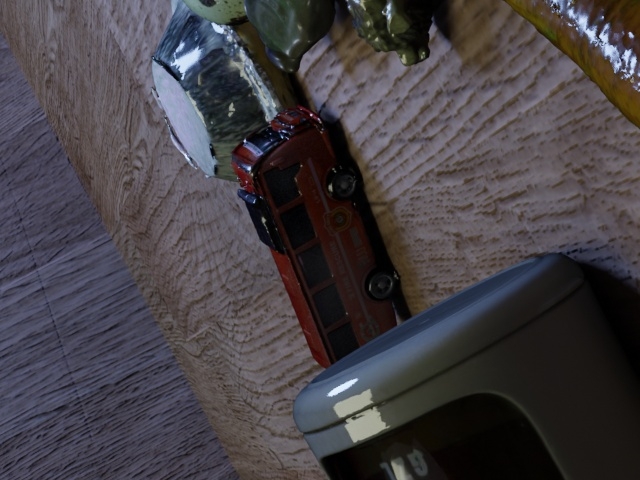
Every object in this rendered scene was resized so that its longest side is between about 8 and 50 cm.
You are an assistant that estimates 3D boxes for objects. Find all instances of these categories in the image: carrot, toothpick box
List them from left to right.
[{"bbox_3d":[0.148,0.184,1.062,0.316,0.229,0.229,60,166,0],"label":"toothpick box"},{"bbox_3d":[0.129,-0.119,0.799,0.260,0.070,0.070,50,162,42],"label":"carrot"}]

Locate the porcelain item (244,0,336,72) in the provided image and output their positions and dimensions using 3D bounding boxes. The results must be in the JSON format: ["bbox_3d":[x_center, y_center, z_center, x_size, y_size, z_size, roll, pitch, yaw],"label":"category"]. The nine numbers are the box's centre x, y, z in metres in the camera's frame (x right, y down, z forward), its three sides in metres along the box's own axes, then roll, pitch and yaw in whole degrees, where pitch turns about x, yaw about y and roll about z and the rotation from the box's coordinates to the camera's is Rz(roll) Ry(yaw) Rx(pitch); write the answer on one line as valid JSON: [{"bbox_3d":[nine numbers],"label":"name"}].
[{"bbox_3d":[-0.021,-0.184,1.219,0.081,0.069,0.216,35,159,14],"label":"porcelain item"}]

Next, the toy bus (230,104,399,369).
[{"bbox_3d":[0.000,0.000,1.447,0.073,0.096,0.235,31,148,60],"label":"toy bus"}]

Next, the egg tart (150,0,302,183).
[{"bbox_3d":[-0.093,-0.133,1.537,0.234,0.094,0.234,55,162,27],"label":"egg tart"}]

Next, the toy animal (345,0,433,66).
[{"bbox_3d":[0.035,-0.185,0.998,0.069,0.086,0.220,16,143,13],"label":"toy animal"}]

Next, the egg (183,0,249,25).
[{"bbox_3d":[-0.072,-0.214,1.316,0.110,0.085,0.085,33,150,41],"label":"egg"}]
